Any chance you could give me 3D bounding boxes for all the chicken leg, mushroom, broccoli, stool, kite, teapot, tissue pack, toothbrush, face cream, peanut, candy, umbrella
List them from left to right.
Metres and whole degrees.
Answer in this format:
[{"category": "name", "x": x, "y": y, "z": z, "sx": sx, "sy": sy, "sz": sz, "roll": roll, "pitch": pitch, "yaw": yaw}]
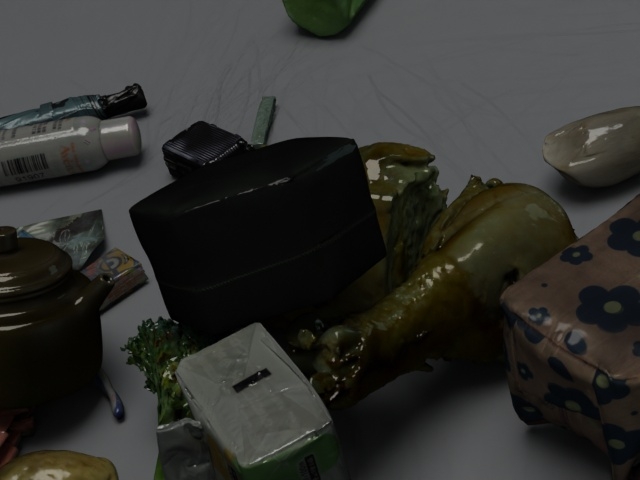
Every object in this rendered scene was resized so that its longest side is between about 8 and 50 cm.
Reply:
[{"category": "kite", "x": -0.432, "y": 0.024, "z": 1.673, "sx": 0.309, "sy": 0.015, "sz": 0.169, "roll": -13, "pitch": 29, "yaw": 2}, {"category": "teapot", "x": -0.351, "y": 0.069, "z": 1.415, "sx": 0.267, "sy": 0.175, "sz": 0.185, "roll": 1, "pitch": 20, "yaw": 11}, {"category": "peanut", "x": -0.308, "y": 0.281, "z": 1.278, "sx": 0.229, "sy": 0.098, "sz": 0.103, "roll": -35, "pitch": 85, "yaw": -23}, {"category": "face cream", "x": -0.385, "y": -0.127, "z": 1.810, "sx": 0.269, "sy": 0.082, "sz": 0.082, "roll": -9, "pitch": 39, "yaw": 7}, {"category": "umbrella", "x": -0.379, "y": -0.178, "z": 1.896, "sx": 0.250, "sy": 0.053, "sz": 0.052, "roll": -14, "pitch": 46, "yaw": -2}, {"category": "toothbrush", "x": -0.289, "y": 0.131, "z": 1.512, "sx": 0.027, "sy": 0.021, "sz": 0.269, "roll": -34, "pitch": 43, "yaw": -15}, {"category": "tissue pack", "x": -0.266, "y": 0.050, "z": 1.594, "sx": 0.083, "sy": 0.035, "sz": 0.063, "roll": -36, "pitch": 41, "yaw": -27}, {"category": "broccoli", "x": -0.118, "y": 0.184, "z": 1.325, "sx": 0.219, "sy": 0.194, "sz": 0.194, "roll": 17, "pitch": 43, "yaw": 1}, {"category": "tissue pack", "x": -0.058, "y": 0.223, "z": 1.163, "sx": 0.145, "sy": 0.229, "sz": 0.159, "roll": -27, "pitch": 41, "yaw": -14}, {"category": "stool", "x": -0.058, "y": -0.008, "z": 1.252, "sx": 0.232, "sy": 0.141, "sz": 0.232, "roll": -18, "pitch": 13, "yaw": 4}, {"category": "candy", "x": 0.044, "y": -0.467, "z": 2.051, "sx": 0.132, "sy": 0.142, "sz": 0.343, "roll": 17, "pitch": 47, "yaw": 15}, {"category": "chicken leg", "x": 0.120, "y": 0.061, "z": 1.311, "sx": 0.429, "sy": 0.201, "sz": 0.152, "roll": -25, "pitch": 0, "yaw": -38}, {"category": "mushroom", "x": 0.373, "y": -0.119, "z": 1.567, "sx": 0.212, "sy": 0.088, "sz": 0.097, "roll": -17, "pitch": 6, "yaw": -12}]

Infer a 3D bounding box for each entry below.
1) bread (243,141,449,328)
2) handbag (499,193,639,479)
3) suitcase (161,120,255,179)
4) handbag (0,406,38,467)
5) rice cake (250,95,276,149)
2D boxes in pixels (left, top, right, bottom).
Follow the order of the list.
[{"category": "bread", "x": 0.003, "y": -0.004, "z": 1.461, "sx": 0.252, "sy": 0.239, "sz": 0.196, "roll": 11, "pitch": 7, "yaw": 24}, {"category": "handbag", "x": 0.309, "y": 0.099, "z": 1.235, "sx": 0.251, "sy": 0.193, "sz": 0.190, "roll": -32, "pitch": 47, "yaw": -24}, {"category": "suitcase", "x": -0.150, "y": -0.109, "z": 1.737, "sx": 0.086, "sy": 0.059, "sz": 0.126, "roll": -37, "pitch": 42, "yaw": -27}, {"category": "handbag", "x": -0.406, "y": 0.226, "z": 1.402, "sx": 0.157, "sy": 0.059, "sz": 0.212, "roll": 2, "pitch": 40, "yaw": 19}, {"category": "rice cake", "x": -0.081, "y": -0.164, "z": 1.811, "sx": 0.022, "sy": 0.022, "sz": 0.121, "roll": -1, "pitch": 42, "yaw": 9}]
